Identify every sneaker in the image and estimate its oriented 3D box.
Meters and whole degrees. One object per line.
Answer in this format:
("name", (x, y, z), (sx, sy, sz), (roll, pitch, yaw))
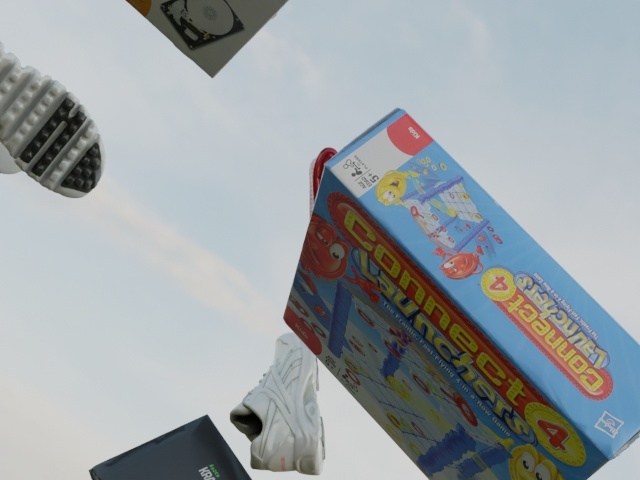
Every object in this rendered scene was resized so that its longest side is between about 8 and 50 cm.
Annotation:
("sneaker", (-0.374, -0.168, 1.547), (0.292, 0.110, 0.118), (47, -12, -24))
("sneaker", (-0.057, 0.197, 1.619), (0.115, 0.232, 0.090), (-3, -56, -3))

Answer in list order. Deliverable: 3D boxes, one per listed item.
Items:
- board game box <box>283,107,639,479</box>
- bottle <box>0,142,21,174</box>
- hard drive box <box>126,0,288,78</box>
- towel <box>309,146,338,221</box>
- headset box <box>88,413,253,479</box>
("board game box", (0.113, 0.091, 1.082), (0.308, 0.086, 0.302), (46, -24, 15))
("bottle", (-0.466, -0.155, 1.796), (0.118, 0.092, 0.283), (46, -8, -29))
("hard drive box", (-0.099, -0.297, 1.267), (0.181, 0.089, 0.232), (41, -41, -10))
("towel", (0.000, 0.000, 1.445), (0.031, 0.199, 0.275), (0, 1, -3))
("headset box", (-0.094, 0.343, 1.220), (0.246, 0.131, 0.283), (47, -27, 45))
